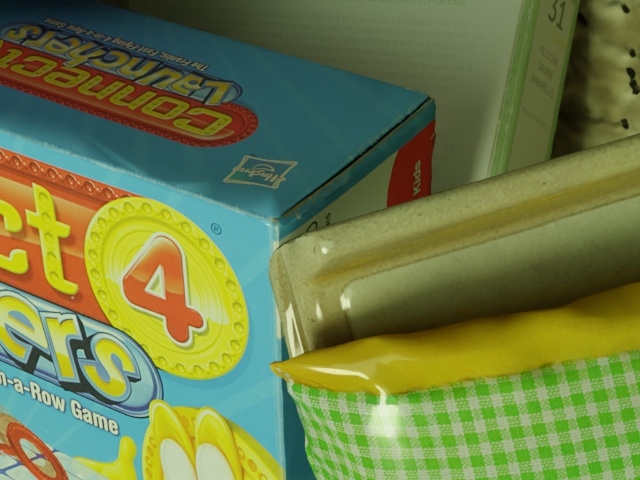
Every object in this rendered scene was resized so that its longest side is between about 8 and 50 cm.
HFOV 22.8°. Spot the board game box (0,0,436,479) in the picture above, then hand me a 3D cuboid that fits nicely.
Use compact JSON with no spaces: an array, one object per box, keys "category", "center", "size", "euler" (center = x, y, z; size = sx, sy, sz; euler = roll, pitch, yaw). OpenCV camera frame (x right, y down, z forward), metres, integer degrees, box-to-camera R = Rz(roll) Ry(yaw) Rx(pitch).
[{"category":"board game box","center":[-0.111,0.059,0.589],"size":[0.308,0.086,0.302],"euler":[18,128,28]}]

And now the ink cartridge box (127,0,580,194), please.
[{"category":"ink cartridge box","center":[0.011,-0.103,0.587],"size":[0.171,0.056,0.235],"euler":[8,81,31]}]

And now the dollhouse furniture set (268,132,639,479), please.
[{"category":"dollhouse furniture set","center":[0.154,0.059,0.380],"size":[0.301,0.151,0.198],"euler":[-17,104,-7]}]
